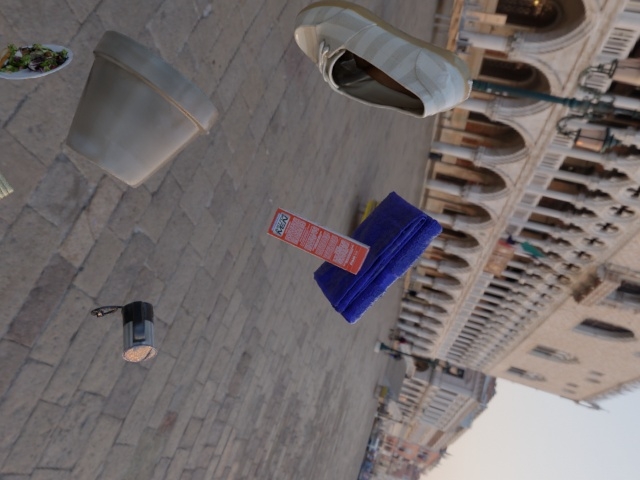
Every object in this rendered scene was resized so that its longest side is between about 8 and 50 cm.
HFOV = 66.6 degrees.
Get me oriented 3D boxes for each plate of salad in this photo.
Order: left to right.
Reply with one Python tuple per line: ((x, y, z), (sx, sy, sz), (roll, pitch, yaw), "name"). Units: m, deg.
((-0.741, -0.468, 1.245), (0.048, 0.200, 0.200), (90, 20, -44), "plate of salad")

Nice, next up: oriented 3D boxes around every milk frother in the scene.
((-0.503, 0.229, 1.247), (0.129, 0.143, 0.134), (86, -12, -52), "milk frother")

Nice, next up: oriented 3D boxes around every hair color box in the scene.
((0.000, 0.000, 0.854), (0.053, 0.167, 0.093), (-65, 173, 4), "hair color box")

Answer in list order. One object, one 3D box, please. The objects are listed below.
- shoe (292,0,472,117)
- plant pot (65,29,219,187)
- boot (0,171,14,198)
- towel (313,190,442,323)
((0.041, -0.177, 0.477), (0.058, 0.219, 0.076), (-43, 146, -17), "shoe")
((-0.461, -0.294, 1.209), (0.280, 0.323, 0.323), (-58, 165, -5), "plant pot")
((-0.964, -0.170, 1.256), (0.203, 0.095, 0.262), (-51, 123, -29), "boot")
((0.119, 0.026, 1.161), (0.308, 0.227, 0.076), (-46, 123, 2), "towel")
